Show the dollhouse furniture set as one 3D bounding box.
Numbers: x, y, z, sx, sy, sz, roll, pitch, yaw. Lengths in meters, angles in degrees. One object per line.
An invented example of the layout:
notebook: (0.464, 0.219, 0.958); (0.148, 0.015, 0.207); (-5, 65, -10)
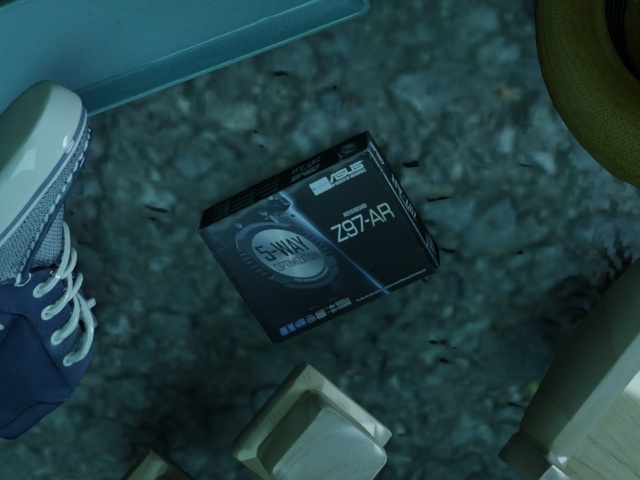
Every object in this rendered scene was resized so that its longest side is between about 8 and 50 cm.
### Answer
dollhouse furniture set: (0.114, 0.074, 0.665); (0.303, 0.174, 0.355); (40, 89, -18)

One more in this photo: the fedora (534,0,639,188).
fedora: (0.174, -0.087, 0.535); (0.194, 0.194, 0.079); (-26, 148, 15)

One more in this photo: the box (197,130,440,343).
box: (0.000, 0.000, 0.645); (0.083, 0.018, 0.067); (-25, 116, 15)

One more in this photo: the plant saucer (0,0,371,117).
plant saucer: (-0.080, -0.085, 0.592); (0.192, 0.018, 0.067); (-18, 138, 12)

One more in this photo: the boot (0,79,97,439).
boot: (-0.121, 0.013, 0.624); (0.086, 0.069, 0.190); (28, 134, -20)

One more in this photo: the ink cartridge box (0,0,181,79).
ink cartridge box: (-0.175, -0.151, 0.548); (0.171, 0.056, 0.235); (-19, 115, 11)
